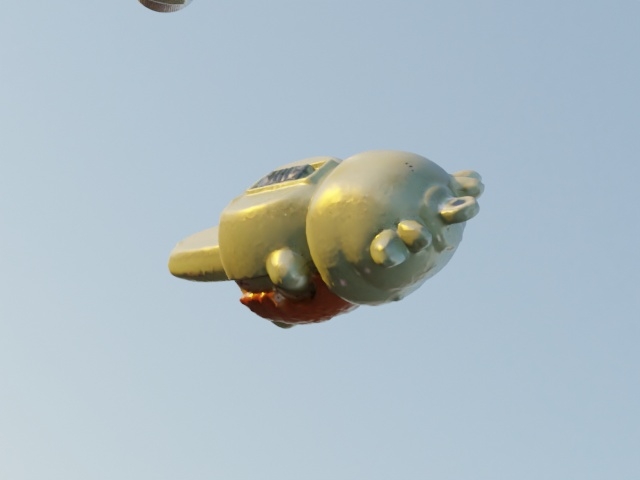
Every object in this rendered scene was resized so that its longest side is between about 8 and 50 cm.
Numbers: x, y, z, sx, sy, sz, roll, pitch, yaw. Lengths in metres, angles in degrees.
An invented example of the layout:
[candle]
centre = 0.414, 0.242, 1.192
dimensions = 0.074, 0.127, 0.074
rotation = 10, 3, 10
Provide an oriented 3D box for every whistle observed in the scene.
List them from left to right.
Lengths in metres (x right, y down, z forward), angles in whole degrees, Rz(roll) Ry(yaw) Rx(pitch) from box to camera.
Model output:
[whistle]
centre = -0.001, -0.001, 1.112
dimensions = 0.253, 0.105, 0.102
rotation = -8, -7, 43

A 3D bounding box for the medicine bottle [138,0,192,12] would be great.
[medicine bottle]
centre = -0.103, -0.202, 1.239
dimensions = 0.055, 0.074, 0.118
rotation = 15, -17, -3
